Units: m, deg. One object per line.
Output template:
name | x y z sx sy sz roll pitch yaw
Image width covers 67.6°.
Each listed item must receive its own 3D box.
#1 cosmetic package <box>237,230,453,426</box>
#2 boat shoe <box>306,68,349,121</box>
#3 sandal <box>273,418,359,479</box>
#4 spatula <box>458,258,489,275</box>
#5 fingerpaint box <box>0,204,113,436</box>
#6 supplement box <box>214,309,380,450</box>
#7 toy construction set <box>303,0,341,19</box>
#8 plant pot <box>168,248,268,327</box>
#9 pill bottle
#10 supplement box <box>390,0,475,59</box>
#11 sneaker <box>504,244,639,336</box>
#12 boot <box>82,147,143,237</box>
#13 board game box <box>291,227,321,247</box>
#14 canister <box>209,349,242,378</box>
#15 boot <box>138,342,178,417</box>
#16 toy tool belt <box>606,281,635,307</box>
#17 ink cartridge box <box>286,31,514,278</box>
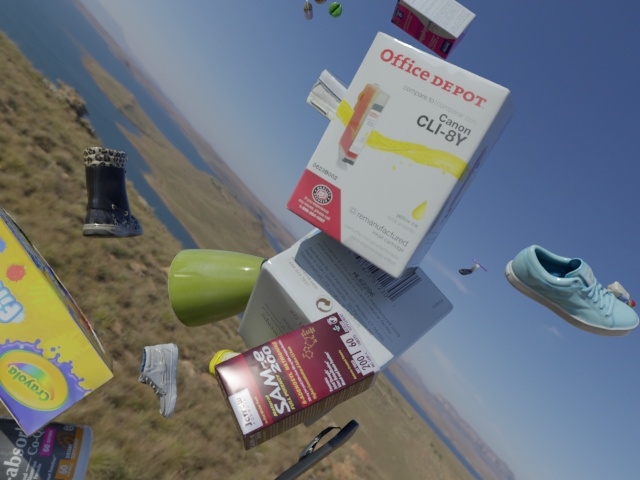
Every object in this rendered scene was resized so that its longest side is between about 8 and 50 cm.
cosmetic package | 0.039 0.198 1.193 0.329 0.327 0.394 50 -34 15
boat shoe | 0.084 -0.280 1.258 0.367 0.156 0.136 48 23 17
sandal | -0.017 0.517 1.177 0.054 0.254 0.097 54 -2 25
spatula | 0.612 0.115 1.919 0.084 0.030 0.296 43 27 24
fingerpaint box | -0.594 0.114 0.928 0.445 0.163 0.371 57 -24 -6
supplement box | -0.038 0.223 0.789 0.130 0.239 0.073 56 -24 32
toy construction set | 0.027 -0.716 1.176 0.257 0.309 0.237 17 15 -4
plant pot | -0.311 0.147 1.625 0.275 0.293 0.275 -8 90 -74
pill bottle | -0.612 0.431 0.933 0.278 0.162 0.162 18 13 -27
supplement box | 0.344 -0.686 1.476 0.220 0.114 0.111 36 -15 6
sneaker | 0.694 0.132 1.283 0.366 0.135 0.150 25 -36 8
boot | -0.697 -0.152 1.616 0.377 0.138 0.284 -129 -142 -86
board game box | 0.000 0.000 1.862 0.136 0.201 0.035 31 -27 52
canister | -0.169 0.321 1.137 0.170 0.073 0.126 -8 -52 44
boot | -0.573 0.491 1.666 0.123 0.258 0.095 5 -8 -36
toy tool belt | 0.848 0.162 1.363 0.083 0.052 0.051 50 -44 3
ink cartridge box | 0.152 -0.161 0.944 0.279 0.385 0.160 33 13 19
